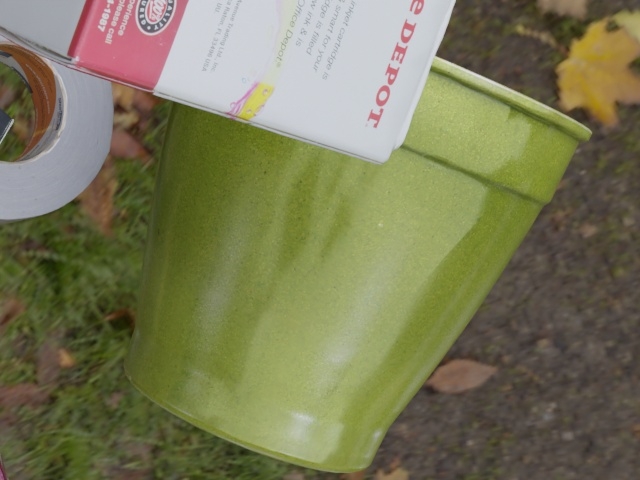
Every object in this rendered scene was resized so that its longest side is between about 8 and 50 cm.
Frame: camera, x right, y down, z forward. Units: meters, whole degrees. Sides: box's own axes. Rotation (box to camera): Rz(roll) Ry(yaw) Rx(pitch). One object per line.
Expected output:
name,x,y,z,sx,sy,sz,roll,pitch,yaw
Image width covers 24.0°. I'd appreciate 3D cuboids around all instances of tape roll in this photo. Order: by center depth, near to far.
tape roll,-0.306,-0.125,1.419,0.219,0.072,0.219,2,86,-34

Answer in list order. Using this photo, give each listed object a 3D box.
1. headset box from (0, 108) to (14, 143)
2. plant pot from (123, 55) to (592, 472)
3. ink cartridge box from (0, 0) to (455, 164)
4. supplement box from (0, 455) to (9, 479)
headset box,-0.420,-0.097,1.183,0.246,0.283,0.131,45,49,-29
plant pot,0.000,0.000,1.318,0.366,0.366,0.353,20,94,-17
ink cartridge box,-0.029,-0.114,0.601,0.175,0.072,0.127,15,99,-47
supplement box,-0.215,0.129,0.779,0.104,0.081,0.188,-18,97,-13
